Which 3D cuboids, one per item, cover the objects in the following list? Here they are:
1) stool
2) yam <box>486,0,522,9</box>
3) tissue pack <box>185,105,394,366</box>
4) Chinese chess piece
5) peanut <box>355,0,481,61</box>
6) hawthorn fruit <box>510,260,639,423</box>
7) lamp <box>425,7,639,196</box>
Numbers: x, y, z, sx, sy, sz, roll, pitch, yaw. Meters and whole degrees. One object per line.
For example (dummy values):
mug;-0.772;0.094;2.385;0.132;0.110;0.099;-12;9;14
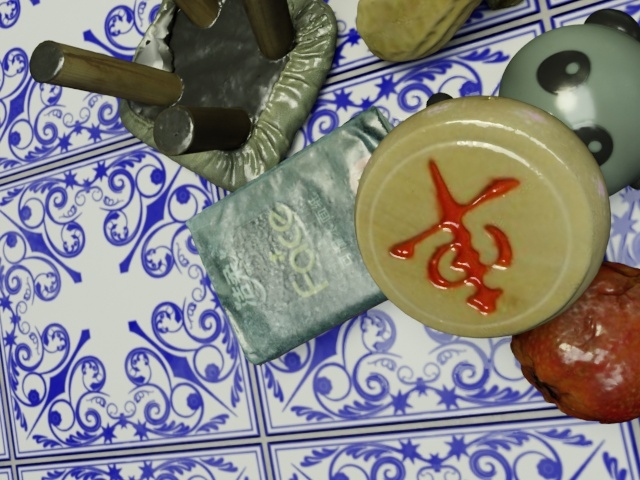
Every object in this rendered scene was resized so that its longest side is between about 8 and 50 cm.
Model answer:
stool;-0.177;-0.255;0.742;0.310;0.226;0.311;29;98;20
yam;0.214;-0.359;0.701;0.054;0.054;0.133;-26;81;17
tissue pack;0.000;0.000;0.743;0.315;0.103;0.228;-30;80;15
Chinese chess piece;0.156;-0.019;0.559;0.250;0.097;0.251;10;114;22
peanut;0.148;-0.340;0.636;0.147;0.146;0.305;60;142;10
hawthorn fruit;0.308;0.112;0.619;0.173;0.173;0.179;15;68;18
lamp;0.255;-0.131;0.624;0.243;0.197;0.198;-16;84;27
